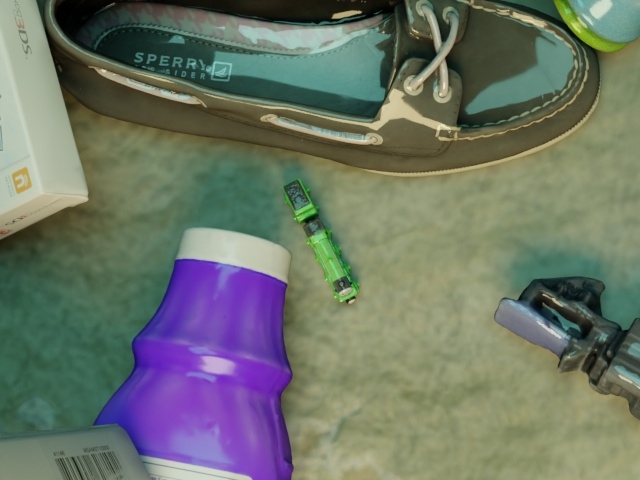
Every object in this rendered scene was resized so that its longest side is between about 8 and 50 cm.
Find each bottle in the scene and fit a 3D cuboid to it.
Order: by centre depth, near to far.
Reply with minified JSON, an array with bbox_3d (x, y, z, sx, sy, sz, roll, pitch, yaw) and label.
[{"bbox_3d":[-0.077,0.135,0.903,0.118,0.092,0.282,8,78,14],"label":"bottle"}]

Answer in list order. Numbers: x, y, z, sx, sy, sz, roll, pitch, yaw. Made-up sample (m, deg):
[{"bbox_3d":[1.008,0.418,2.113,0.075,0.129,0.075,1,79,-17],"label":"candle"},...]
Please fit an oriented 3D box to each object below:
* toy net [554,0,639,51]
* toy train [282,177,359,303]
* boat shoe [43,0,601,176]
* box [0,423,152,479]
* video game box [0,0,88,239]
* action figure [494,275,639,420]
[{"bbox_3d":[0.145,-0.230,0.965,0.122,0.045,0.232,12,61,-32],"label":"toy net"},{"bbox_3d":[0.000,0.000,0.960,0.017,0.023,0.083,-28,76,0],"label":"toy train"},{"bbox_3d":[-0.002,-0.106,0.946,0.335,0.095,0.112,5,78,8],"label":"boat shoe"},{"bbox_3d":[-0.264,0.197,0.795,0.322,0.232,0.058,-36,73,18],"label":"box"},{"bbox_3d":[-0.241,-0.087,0.953,0.187,0.048,0.205,-24,77,28],"label":"video game box"},{"bbox_3d":[0.272,0.047,0.846,0.341,0.178,0.330,23,72,9],"label":"action figure"}]
